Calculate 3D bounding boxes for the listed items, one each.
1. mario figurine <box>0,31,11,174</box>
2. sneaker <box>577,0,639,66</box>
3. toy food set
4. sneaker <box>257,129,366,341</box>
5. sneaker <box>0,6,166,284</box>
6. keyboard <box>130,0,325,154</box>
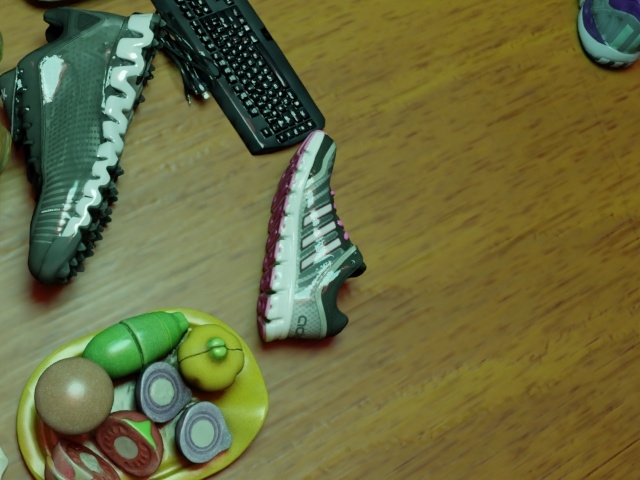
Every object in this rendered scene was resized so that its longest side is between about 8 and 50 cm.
[{"bbox_3d":[-0.322,-0.121,0.633,0.320,0.170,0.198,10,29,-52],"label":"mario figurine"},{"bbox_3d":[0.283,-0.278,0.994,0.083,0.098,0.223,-1,71,-18],"label":"sneaker"},{"bbox_3d":[-0.133,0.115,0.725,0.218,0.071,0.128,-22,78,-24],"label":"toy food set"},{"bbox_3d":[0.000,0.000,0.819,0.075,0.063,0.170,13,72,-13],"label":"sneaker"},{"bbox_3d":[-0.191,-0.078,0.781,0.106,0.078,0.234,15,64,-7],"label":"sneaker"},{"bbox_3d":[-0.078,-0.156,0.866,0.100,0.038,0.192,-30,81,-25],"label":"keyboard"}]
